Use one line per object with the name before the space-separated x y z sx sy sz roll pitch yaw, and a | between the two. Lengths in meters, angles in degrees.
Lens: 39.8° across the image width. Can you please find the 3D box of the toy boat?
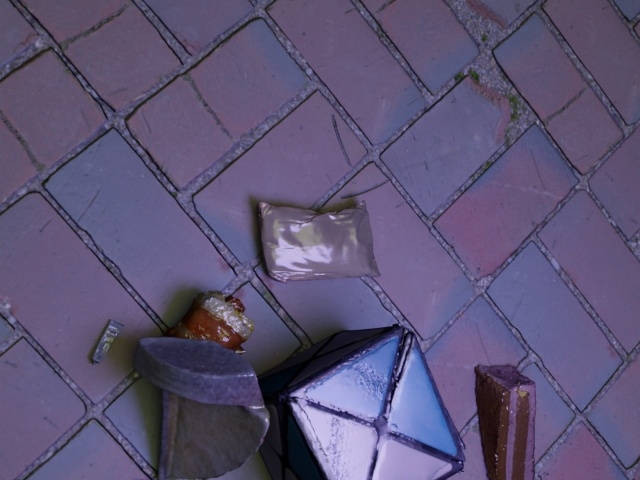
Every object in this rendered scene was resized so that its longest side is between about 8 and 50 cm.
toy boat | -0.208 0.311 1.630 0.111 0.276 0.293 -45 126 -56

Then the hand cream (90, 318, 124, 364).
hand cream | -0.411 0.197 1.696 0.030 0.019 0.093 33 71 -17

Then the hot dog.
hot dog | -0.230 0.194 1.726 0.213 0.103 0.146 -42 99 -1

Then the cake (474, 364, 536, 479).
cake | 0.424 0.424 1.971 0.116 0.113 0.295 -8 93 -21

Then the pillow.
pillow | 0.000 0.000 1.857 0.270 0.067 0.173 -3 91 -22

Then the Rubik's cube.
Rubik's cube | 0.047 0.354 1.708 0.307 0.310 0.305 -24 95 -25
